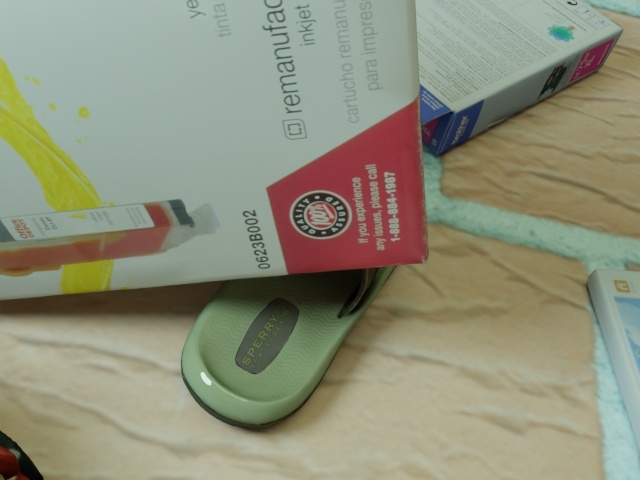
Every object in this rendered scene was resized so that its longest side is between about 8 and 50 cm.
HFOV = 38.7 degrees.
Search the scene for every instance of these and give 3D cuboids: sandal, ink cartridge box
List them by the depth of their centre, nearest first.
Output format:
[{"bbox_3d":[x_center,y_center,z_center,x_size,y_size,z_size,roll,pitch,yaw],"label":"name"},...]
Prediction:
[{"bbox_3d":[-0.138,-0.108,0.542,0.385,0.279,0.160,-5,50,5],"label":"ink cartridge box"},{"bbox_3d":[0.001,0.001,0.667,0.120,0.086,0.303,21,48,5],"label":"sandal"},{"bbox_3d":[0.128,-0.192,0.885,0.311,0.065,0.186,-28,61,-35],"label":"ink cartridge box"}]

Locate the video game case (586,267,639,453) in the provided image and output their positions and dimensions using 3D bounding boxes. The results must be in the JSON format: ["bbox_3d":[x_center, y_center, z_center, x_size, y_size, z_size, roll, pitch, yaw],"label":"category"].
[{"bbox_3d":[0.319,0.114,0.691,0.193,0.023,0.212,4,49,-10],"label":"video game case"}]

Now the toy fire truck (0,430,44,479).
[{"bbox_3d":[-0.212,0.104,0.418,0.217,0.246,0.158,37,51,18],"label":"toy fire truck"}]
